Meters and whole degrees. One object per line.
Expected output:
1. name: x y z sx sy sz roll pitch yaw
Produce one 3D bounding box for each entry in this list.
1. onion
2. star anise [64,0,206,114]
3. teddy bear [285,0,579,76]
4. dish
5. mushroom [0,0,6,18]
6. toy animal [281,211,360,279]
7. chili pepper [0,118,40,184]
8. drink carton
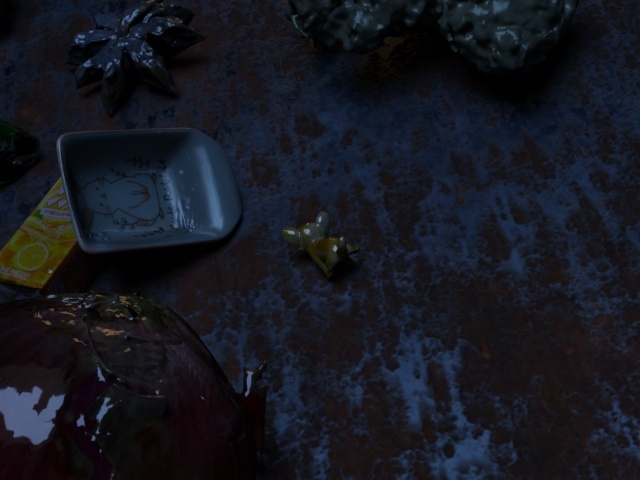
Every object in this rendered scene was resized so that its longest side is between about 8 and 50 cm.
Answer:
1. onion: -0.212 0.186 1.141 0.353 0.354 0.354 -8 46 8
2. star anise: -0.272 -0.295 1.772 0.230 0.081 0.262 -8 47 23
3. teddy bear: 0.173 -0.328 1.626 0.357 0.224 0.367 -30 62 -15
4. dish: -0.208 -0.054 1.487 0.234 0.064 0.154 -6 73 -32
5. mushroom: -0.565 -0.406 1.926 0.141 0.117 0.188 -21 69 -24
6. toy animal: 0.000 0.000 1.421 0.060 0.081 0.083 -35 68 -15
7. chili pepper: -0.490 -0.152 1.713 0.227 0.059 0.088 29 65 38
8. drink carton: -0.311 -0.006 1.513 0.096 0.071 0.223 11 50 25
